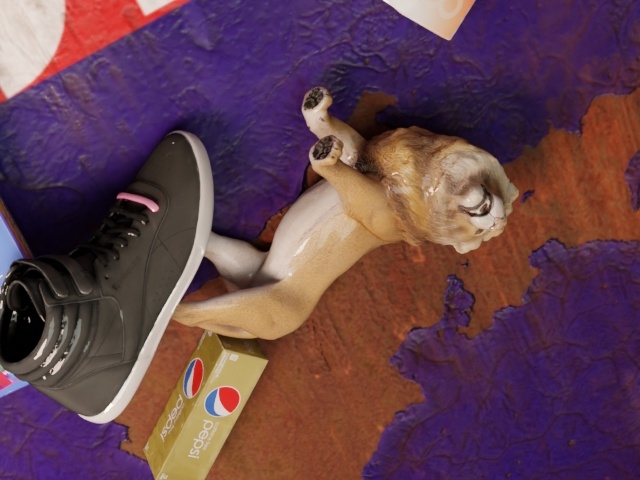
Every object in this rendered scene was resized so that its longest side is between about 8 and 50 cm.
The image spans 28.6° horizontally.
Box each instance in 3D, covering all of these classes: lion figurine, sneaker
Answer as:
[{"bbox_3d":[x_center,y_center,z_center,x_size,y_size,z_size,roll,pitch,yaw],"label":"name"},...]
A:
[{"bbox_3d":[0.000,0.000,1.307,0.392,0.142,0.240,-34,134,16],"label":"lion figurine"},{"bbox_3d":[-0.203,0.017,1.174,0.147,0.104,0.296,29,79,-49],"label":"sneaker"}]

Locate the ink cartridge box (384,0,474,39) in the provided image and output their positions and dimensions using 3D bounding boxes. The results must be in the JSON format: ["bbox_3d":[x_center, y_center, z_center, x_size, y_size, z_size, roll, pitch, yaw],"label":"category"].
[{"bbox_3d":[0.093,-0.296,1.211,0.179,0.045,0.145,22,107,-33],"label":"ink cartridge box"}]

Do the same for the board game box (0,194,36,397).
[{"bbox_3d":[-0.402,0.018,1.169,0.233,0.078,0.347,-25,124,-7],"label":"board game box"}]

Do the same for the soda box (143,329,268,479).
[{"bbox_3d":[-0.128,0.183,1.384,0.058,0.061,0.181,17,111,-30],"label":"soda box"}]
